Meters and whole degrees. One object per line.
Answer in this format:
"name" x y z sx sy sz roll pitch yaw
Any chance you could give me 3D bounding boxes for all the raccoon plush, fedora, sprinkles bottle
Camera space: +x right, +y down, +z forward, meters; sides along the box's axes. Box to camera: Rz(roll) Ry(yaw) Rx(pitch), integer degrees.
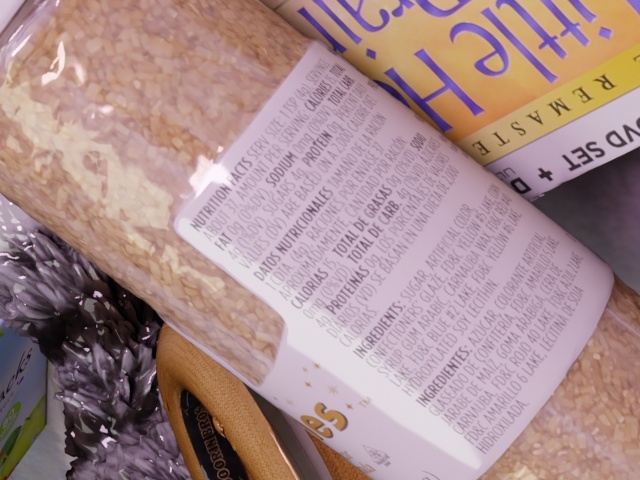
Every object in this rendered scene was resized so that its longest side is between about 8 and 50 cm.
"raccoon plush" 0.012 0.134 0.853 0.299 0.216 0.446 -11 127 37
"fedora" 0.003 0.105 0.739 0.194 0.079 0.194 54 162 27
"sprinkles bottle" 0.000 0.000 0.636 0.355 0.121 0.121 37 146 -4

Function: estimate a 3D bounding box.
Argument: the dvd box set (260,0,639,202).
"dvd box set" -0.047 -0.176 0.620 0.420 0.062 0.308 44 146 -14

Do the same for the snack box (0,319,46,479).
"snack box" -0.233 0.114 1.040 0.070 0.174 0.207 26 146 10
